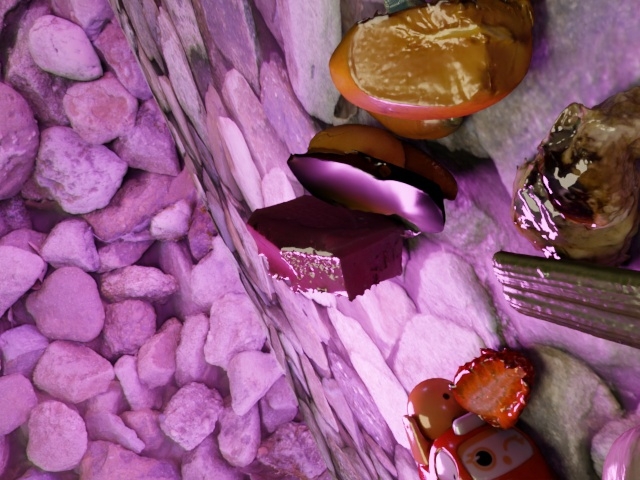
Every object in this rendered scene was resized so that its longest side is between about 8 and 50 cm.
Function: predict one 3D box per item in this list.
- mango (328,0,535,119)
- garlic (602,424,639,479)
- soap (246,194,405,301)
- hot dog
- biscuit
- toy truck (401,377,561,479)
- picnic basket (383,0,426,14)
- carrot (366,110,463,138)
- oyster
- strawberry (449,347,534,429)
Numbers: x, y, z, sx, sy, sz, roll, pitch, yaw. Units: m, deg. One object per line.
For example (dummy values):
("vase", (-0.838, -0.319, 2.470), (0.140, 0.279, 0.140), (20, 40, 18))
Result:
("mango", (0.108, -0.197, 0.583), (0.252, 0.154, 0.126), (7, 104, 50))
("garlic", (0.368, 0.309, 0.528), (0.218, 0.212, 0.218), (42, 149, 33))
("soap", (0.000, 0.000, 1.039), (0.325, 0.220, 0.127), (30, 134, 57))
("hot dog", (0.092, -0.109, 0.825), (0.326, 0.107, 0.194), (26, 165, 37))
("biscuit", (0.299, 0.070, 0.493), (0.099, 0.038, 0.322), (57, 161, -23))
("toy truck", (0.259, 0.365, 0.915), (0.239, 0.189, 0.265), (71, 160, 3))
("picnic basket", (0.114, -0.294, 0.602), (0.083, 0.083, 0.065), (-16, 95, 31))
("carrot", (0.109, -0.188, 0.754), (0.066, 0.062, 0.271), (36, -179, -33))
("oyster", (0.252, -0.045, 0.530), (0.161, 0.107, 0.232), (43, 156, 24))
("strawberry", (0.287, 0.224, 0.829), (0.121, 0.082, 0.188), (38, 144, 13))
